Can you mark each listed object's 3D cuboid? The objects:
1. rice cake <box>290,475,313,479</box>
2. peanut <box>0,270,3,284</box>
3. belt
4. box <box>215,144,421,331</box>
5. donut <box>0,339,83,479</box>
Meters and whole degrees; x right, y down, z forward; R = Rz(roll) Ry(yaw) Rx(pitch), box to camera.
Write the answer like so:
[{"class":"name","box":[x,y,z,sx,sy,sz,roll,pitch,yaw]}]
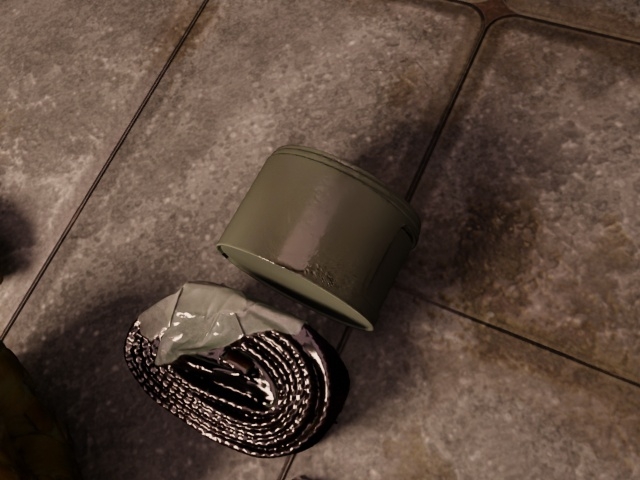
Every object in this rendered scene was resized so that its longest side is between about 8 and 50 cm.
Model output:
[{"class":"rice cake","box":[-0.110,0.445,0.701,0.073,0.056,0.365,36,81,18]},{"class":"peanut","box":[-0.615,-0.013,0.922,0.298,0.136,0.120,34,108,18]},{"class":"belt","box":[-0.111,0.161,0.747,0.289,0.164,0.184,21,84,17]},{"class":"box","box":[0.000,0.000,0.750,0.226,0.226,0.149,25,77,18]},{"class":"donut","box":[-0.420,0.254,0.690,0.170,0.360,0.360,-30,67,-17]}]
